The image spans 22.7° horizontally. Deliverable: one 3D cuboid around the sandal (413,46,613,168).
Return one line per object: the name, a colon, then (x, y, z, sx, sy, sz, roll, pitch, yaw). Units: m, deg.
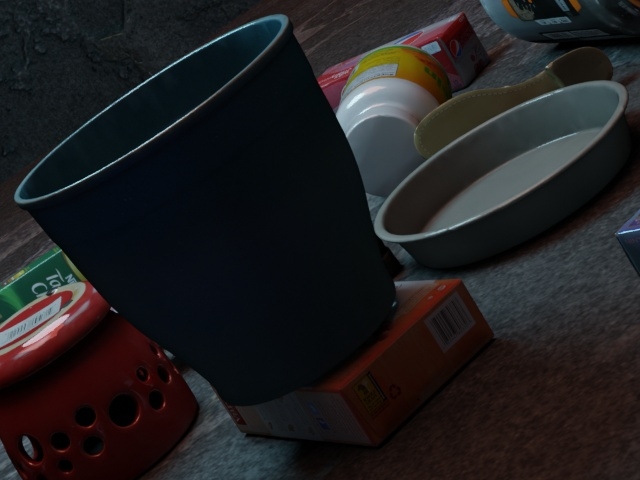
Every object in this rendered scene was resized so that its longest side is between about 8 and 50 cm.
sandal: (0.220, -0.139, 1.814, 0.240, 0.088, 0.079, -26, -11, -3)

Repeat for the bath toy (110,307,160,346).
bath toy: (-0.188, 0.050, 1.903, 0.348, 0.129, 0.151, -142, 65, -76)

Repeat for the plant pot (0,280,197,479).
plant pot: (-0.246, 0.150, 1.602, 0.191, 0.174, 0.191, -29, 18, 10)

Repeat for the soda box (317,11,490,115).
soda box: (0.105, -0.232, 2.264, 0.263, 0.083, 0.092, -18, 21, 40)

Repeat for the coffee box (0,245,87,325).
coffee box: (-0.381, 0.094, 2.140, 0.184, 0.113, 0.040, -33, 14, -10)

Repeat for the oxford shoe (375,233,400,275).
oxford shoe: (0.000, 0.000, 1.732, 0.083, 0.096, 0.227, -41, 16, -24)

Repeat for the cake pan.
cake pan: (0.193, -0.064, 1.633, 0.293, 0.054, 0.293, -29, 16, 9)

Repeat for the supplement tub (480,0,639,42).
supplement tub: (0.341, -0.347, 1.932, 0.207, 0.207, 0.338, -36, 16, -15)

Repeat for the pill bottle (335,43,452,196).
pill bottle: (0.087, -0.141, 1.916, 0.136, 0.136, 0.245, -27, 16, 16)

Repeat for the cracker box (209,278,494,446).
cracker box: (0.022, 0.105, 1.416, 0.156, 0.067, 0.232, -40, 17, -27)

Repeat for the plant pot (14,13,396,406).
plant pot: (-0.073, -0.011, 1.351, 0.271, 0.255, 0.271, -31, 16, 10)

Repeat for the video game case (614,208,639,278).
video game case: (0.399, -0.066, 1.228, 0.244, 0.061, 0.269, -41, 18, -34)
